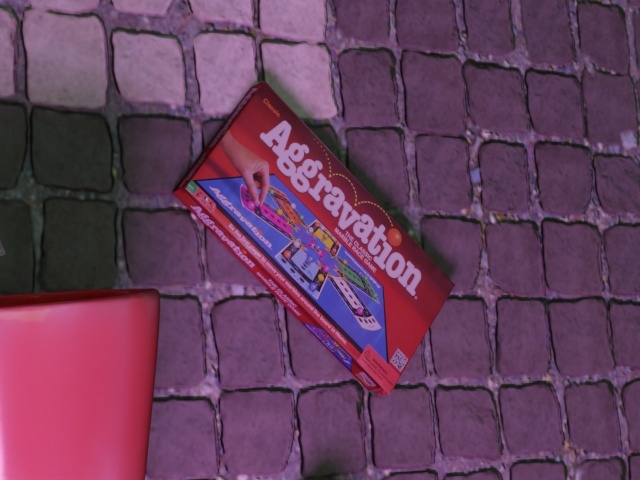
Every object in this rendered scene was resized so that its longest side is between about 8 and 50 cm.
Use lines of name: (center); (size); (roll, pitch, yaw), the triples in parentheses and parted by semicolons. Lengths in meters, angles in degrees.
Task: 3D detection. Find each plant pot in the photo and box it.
plant pot: (-0.243, 0.163, 1.348); (0.275, 0.275, 0.243); (-5, 91, -37)

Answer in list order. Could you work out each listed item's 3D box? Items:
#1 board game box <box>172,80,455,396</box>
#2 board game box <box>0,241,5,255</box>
board game box: (0.000, 0.000, 1.696); (0.281, 0.027, 0.145); (46, 56, -19)
board game box: (-0.303, -0.016, 1.463); (0.090, 0.020, 0.090); (-29, 98, -57)
